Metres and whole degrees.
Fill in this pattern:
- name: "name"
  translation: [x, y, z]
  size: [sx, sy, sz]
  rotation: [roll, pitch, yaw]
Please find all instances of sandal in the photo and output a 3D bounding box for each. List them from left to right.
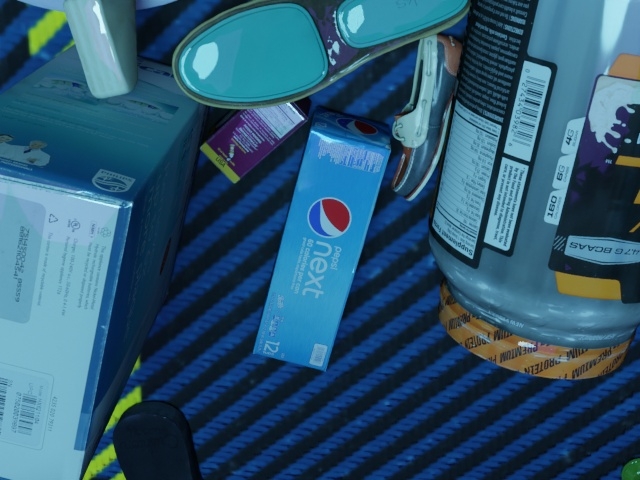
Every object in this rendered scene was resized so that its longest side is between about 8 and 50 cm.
- name: "sandal"
  translation: [-0.144, 0.281, 0.927]
  size: [0.097, 0.054, 0.254]
  rotation: [-18, 111, 11]

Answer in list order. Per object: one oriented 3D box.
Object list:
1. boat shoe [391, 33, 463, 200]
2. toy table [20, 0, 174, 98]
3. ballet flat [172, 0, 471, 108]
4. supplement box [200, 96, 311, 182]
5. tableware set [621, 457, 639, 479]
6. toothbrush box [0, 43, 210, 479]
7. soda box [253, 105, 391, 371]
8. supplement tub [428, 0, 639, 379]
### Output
- name: "boat shoe"
  translation: [0.081, -0.099, 0.749]
  size: [0.043, 0.049, 0.137]
  rotation: [14, 108, -15]
- name: "toy table"
  translation: [-0.157, -0.241, 0.645]
  size: [0.274, 0.161, 0.252]
  rotation: [-21, 110, 13]
- name: "ballet flat"
  translation: [0.003, -0.156, 0.701]
  size: [0.232, 0.073, 0.080]
  rotation: [-17, 108, -2]
- name: "supplement box"
  translation: [-0.052, -0.094, 0.758]
  size: [0.083, 0.055, 0.043]
  rotation: [-39, 106, 17]
- name: "tableware set"
  translation: [0.373, 0.227, 0.889]
  size: [0.154, 0.024, 0.104]
  rotation: [-23, 107, 14]
- name: "toothbrush box"
  translation: [-0.178, 0.000, 0.677]
  size: [0.126, 0.295, 0.216]
  rotation: [15, 113, -4]
- name: "soda box"
  translation: [0.000, 0.000, 0.786]
  size: [0.067, 0.071, 0.210]
  rotation: [15, 114, -4]
- name: "supplement tub"
  translation: [0.187, -0.071, 0.677]
  size: [0.193, 0.193, 0.316]
  rotation: [8, 114, 0]
